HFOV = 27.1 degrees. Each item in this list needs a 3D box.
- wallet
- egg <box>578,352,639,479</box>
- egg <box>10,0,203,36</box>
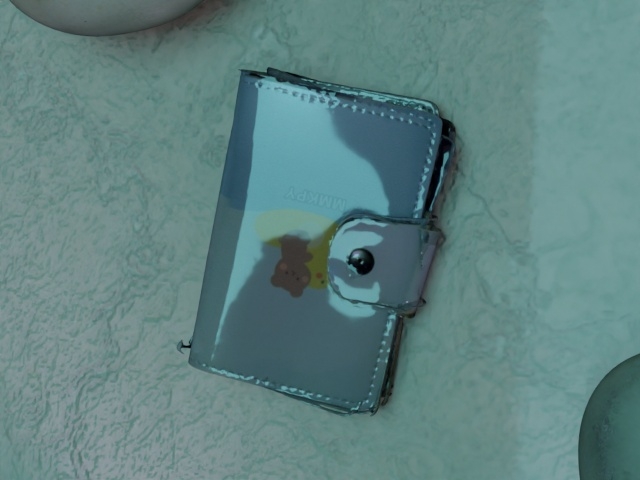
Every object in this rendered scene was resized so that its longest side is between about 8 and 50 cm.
[{"bbox_3d":[0.000,0.000,0.962,0.170,0.069,0.230,14,97,7],"label":"wallet"},{"bbox_3d":[0.257,0.176,0.775,0.183,0.183,0.264,-45,66,16],"label":"egg"},{"bbox_3d":[-0.151,-0.230,0.994,0.209,0.151,0.151,-5,86,18],"label":"egg"}]
